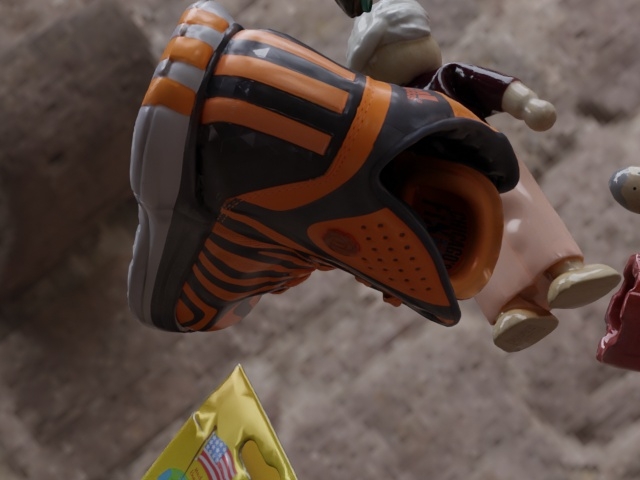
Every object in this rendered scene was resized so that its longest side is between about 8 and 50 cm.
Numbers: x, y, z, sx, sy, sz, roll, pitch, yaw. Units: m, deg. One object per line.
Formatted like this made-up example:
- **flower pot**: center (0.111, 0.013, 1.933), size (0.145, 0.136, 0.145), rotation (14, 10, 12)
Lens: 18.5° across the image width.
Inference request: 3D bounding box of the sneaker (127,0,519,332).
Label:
- **sneaker**: center (0.000, 0.000, 1.027), size (0.321, 0.180, 0.125), rotation (96, -165, -74)

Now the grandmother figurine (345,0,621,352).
- **grandmother figurine**: center (0.118, -0.070, 1.732), size (0.208, 0.342, 0.104), rotation (-33, -23, 15)

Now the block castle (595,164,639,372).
- **block castle**: center (0.322, -0.136, 1.356), size (0.303, 0.213, 0.453), rotation (104, -175, -71)

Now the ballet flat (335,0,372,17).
- **ballet flat**: center (0.010, -0.330, 1.711), size (0.096, 0.280, 0.095), rotation (5, -12, 7)

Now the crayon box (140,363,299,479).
- **crayon box**: center (-0.086, 0.271, 1.407), size (0.081, 0.202, 0.318), rotation (17, -58, -39)
